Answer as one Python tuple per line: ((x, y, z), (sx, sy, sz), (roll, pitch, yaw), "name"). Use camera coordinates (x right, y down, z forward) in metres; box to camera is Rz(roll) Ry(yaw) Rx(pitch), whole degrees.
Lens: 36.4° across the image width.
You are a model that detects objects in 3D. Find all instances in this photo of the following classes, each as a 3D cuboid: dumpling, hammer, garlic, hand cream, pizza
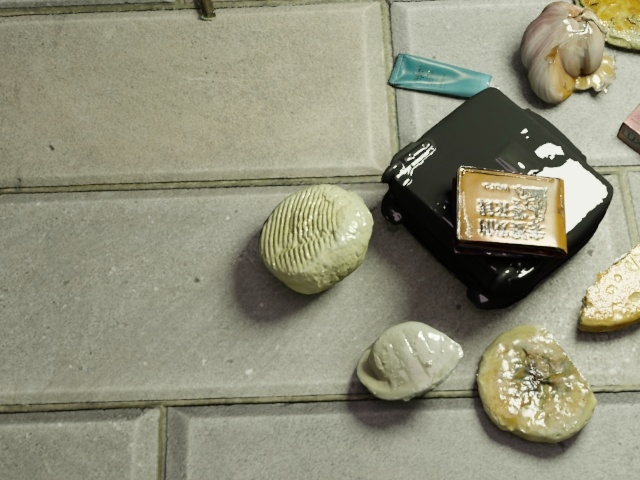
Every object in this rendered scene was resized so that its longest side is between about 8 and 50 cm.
((0.153, 0.219, 1.705), (0.176, 0.092, 0.150), (14, 63, 9), "dumpling")
((-0.280, -0.605, 2.148), (0.125, 0.027, 0.297), (-17, 65, -1), "hammer")
((0.525, -0.372, 1.928), (0.207, 0.257, 0.207), (-4, 98, -29), "garlic")
((0.258, -0.333, 2.000), (0.224, 0.048, 0.083), (13, 68, 13), "hand cream")
((0.566, 0.087, 1.778), (0.127, 0.058, 0.246), (36, 72, 16), "pizza")

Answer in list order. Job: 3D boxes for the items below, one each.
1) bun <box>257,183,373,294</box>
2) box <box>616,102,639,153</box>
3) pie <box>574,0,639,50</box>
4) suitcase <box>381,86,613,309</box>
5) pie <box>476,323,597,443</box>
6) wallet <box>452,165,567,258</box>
((0.000, 0.000, 1.792), (0.220, 0.134, 0.220), (-17, 47, 20), "bun")
((0.678, -0.209, 1.919), (0.156, 0.060, 0.111), (41, 70, 18), "box")
((0.673, -0.509, 2.065), (0.274, 0.055, 0.274), (-2, 59, 3), "pie")
((0.325, -0.085, 1.796), (0.339, 0.188, 0.345), (-39, 68, -14), "suitcase")
((0.369, 0.258, 1.707), (0.185, 0.052, 0.218), (-33, 66, -8), "pie")
((0.323, -0.047, 1.662), (0.195, 0.042, 0.161), (5, 61, 1), "wallet")
